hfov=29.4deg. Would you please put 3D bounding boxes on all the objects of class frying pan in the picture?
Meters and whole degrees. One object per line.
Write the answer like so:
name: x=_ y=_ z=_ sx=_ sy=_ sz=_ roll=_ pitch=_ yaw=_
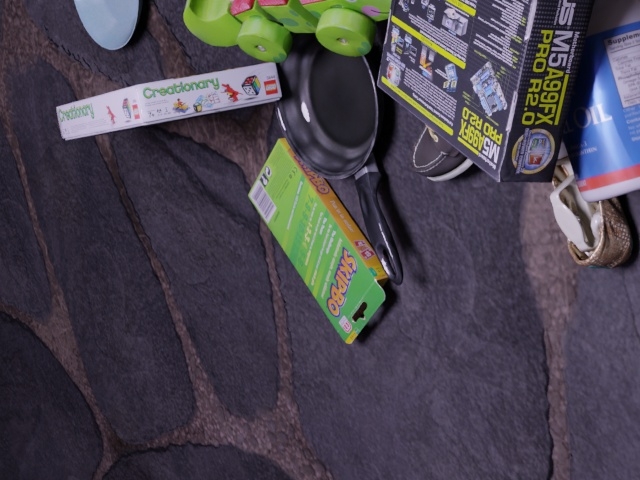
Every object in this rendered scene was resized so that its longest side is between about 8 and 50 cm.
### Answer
frying pan: x=0.048 y=-0.128 z=1.460 sx=0.326 sy=0.053 sz=0.197 roll=51 pitch=138 yaw=26

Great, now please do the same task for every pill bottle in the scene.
pill bottle: x=0.267 y=-0.155 z=1.114 sx=0.124 sy=0.124 sz=0.221 roll=-18 pitch=88 yaw=53

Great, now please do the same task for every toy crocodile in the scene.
toy crocodile: x=-0.018 y=-0.279 z=1.394 sx=0.340 sy=0.105 sz=0.115 roll=2 pitch=68 yaw=44

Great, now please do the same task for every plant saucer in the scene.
plant saucer: x=-0.311 y=-0.384 z=1.824 sx=0.195 sy=0.037 sz=0.195 roll=23 pitch=121 yaw=44

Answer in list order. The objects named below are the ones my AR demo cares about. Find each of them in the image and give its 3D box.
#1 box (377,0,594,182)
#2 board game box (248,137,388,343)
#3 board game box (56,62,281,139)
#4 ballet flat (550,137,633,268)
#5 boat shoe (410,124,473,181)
box: x=0.147 y=-0.202 z=1.138 sx=0.270 sy=0.060 sz=0.216 roll=-131 pitch=44 yaw=-57
board game box: x=0.000 y=0.000 z=1.589 sx=0.259 sy=0.039 sz=0.124 roll=58 pitch=142 yaw=22
board game box: x=-0.208 y=-0.181 z=1.613 sx=0.305 sy=0.193 sz=0.053 roll=1 pitch=103 yaw=60
ballet flat: x=0.252 y=-0.067 z=1.216 sx=0.073 sy=0.067 sz=0.206 roll=-29 pitch=81 yaw=55
boat shoe: x=0.151 y=-0.140 z=1.295 sx=0.228 sy=0.069 sz=0.081 roll=-49 pitch=43 yaw=48
